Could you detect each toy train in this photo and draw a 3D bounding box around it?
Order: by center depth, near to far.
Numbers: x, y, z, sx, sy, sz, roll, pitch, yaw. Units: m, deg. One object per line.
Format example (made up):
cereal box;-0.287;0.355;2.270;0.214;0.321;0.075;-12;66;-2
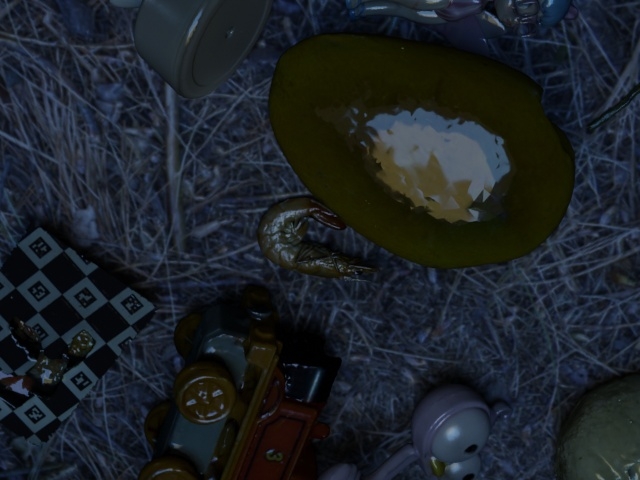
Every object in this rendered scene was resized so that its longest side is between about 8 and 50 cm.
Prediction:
toy train;-0.104;0.248;1.420;0.231;0.163;0.369;16;112;-14

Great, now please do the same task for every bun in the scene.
bun;0.419;0.302;1.395;0.259;0.152;0.259;1;112;2

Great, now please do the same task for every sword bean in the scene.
sword bean;0.347;-0.155;1.303;0.083;0.012;0.012;-40;102;16

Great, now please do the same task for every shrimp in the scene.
shrimp;0.001;-0.001;1.384;0.162;0.045;0.095;14;90;5

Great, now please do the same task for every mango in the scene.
mango;0.109;-0.106;1.247;0.365;0.182;0.253;26;115;-9

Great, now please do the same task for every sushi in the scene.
sushi;-0.359;0.126;1.455;0.192;0.043;0.279;36;110;-8

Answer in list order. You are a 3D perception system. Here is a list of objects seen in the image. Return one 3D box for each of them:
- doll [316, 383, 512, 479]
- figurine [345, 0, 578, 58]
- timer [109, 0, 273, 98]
doll;0.091;0.295;1.392;0.365;0.094;0.160;-28;132;-16
figurine;0.153;-0.287;1.206;0.260;0.103;0.205;-2;154;9
timer;-0.205;-0.299;1.247;0.266;0.175;0.175;34;111;12
